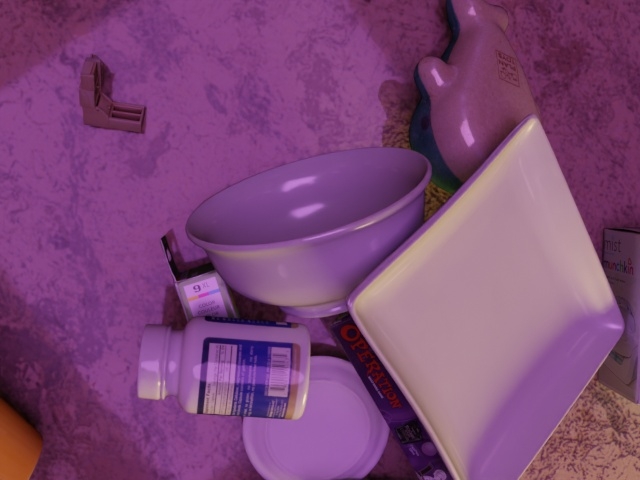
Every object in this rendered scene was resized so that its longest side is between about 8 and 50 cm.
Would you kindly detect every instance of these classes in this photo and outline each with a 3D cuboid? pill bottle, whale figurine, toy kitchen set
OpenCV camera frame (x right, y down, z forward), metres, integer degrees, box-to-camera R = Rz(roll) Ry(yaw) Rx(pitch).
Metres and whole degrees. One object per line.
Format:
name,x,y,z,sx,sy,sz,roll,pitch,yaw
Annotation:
pill bottle,-0.110,0.144,0.899,0.186,0.112,0.112,6,94,-7
whale figurine,0.191,-0.186,1.023,0.216,0.141,0.272,11,71,-35
toy kitchen set,-0.259,-0.194,0.992,0.075,0.083,0.068,7,52,-8

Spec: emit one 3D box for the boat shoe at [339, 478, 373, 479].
boat shoe,0.122,0.400,1.038,0.335,0.121,0.119,13,95,-18

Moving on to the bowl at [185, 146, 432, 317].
bowl,0.000,0.000,0.938,0.297,0.298,0.134,-18,111,-5

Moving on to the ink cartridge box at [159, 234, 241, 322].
ink cartridge box,-0.140,0.085,1.003,0.062,0.109,0.209,-19,96,-5

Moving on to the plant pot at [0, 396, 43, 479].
plant pot,-0.452,0.246,0.946,0.188,0.205,0.205,38,89,-23

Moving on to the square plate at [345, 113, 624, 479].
square plate,0.206,0.088,0.918,0.344,0.049,0.347,-44,117,-26

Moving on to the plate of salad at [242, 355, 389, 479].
plate of salad,-0.006,0.249,1.062,0.199,0.048,0.200,-1,99,-7

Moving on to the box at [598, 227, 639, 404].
box,0.534,0.097,1.077,0.261,0.127,0.231,-1,94,-7

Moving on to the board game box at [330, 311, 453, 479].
board game box,0.146,0.205,1.004,0.056,0.208,0.347,-27,98,23
